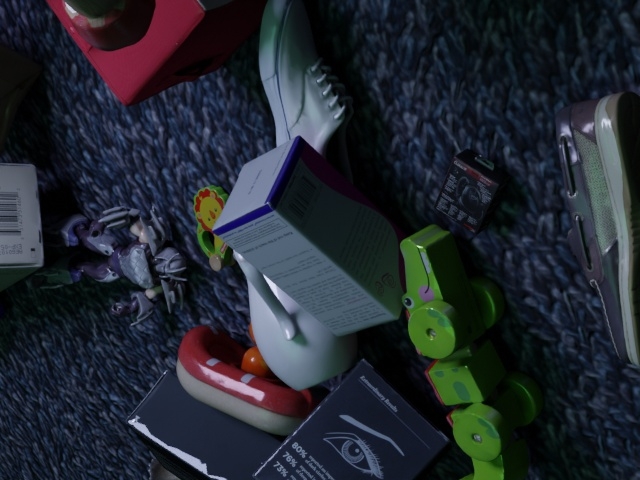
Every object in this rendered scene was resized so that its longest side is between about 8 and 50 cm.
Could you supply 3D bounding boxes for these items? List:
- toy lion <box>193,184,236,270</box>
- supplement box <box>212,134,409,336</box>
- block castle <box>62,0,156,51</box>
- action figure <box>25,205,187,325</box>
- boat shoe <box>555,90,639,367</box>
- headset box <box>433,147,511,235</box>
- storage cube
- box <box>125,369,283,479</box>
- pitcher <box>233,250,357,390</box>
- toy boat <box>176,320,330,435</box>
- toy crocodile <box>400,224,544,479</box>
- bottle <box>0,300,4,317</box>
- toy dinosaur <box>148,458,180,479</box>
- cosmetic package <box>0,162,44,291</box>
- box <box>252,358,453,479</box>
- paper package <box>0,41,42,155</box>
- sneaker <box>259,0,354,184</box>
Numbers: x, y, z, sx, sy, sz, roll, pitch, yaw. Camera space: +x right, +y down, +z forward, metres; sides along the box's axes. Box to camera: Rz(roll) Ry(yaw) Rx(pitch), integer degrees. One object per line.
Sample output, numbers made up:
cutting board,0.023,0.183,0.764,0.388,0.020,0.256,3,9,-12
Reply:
toy lion,-0.142,-0.022,1.588,0.096,0.034,0.100,48,134,18
supplement box,0.000,0.000,1.366,0.220,0.111,0.114,41,140,-23
block castle,-0.140,-0.431,1.123,0.453,0.213,0.303,-42,77,2
action figure,-0.305,0.030,1.702,0.285,0.099,0.185,6,111,34
boat shoe,0.300,-0.009,1.189,0.092,0.103,0.285,1,109,44
headset box,0.172,-0.058,1.309,0.062,0.032,0.083,34,129,20
storage cube,-0.179,-0.306,1.359,0.193,0.184,0.215,-37,87,44
box,-0.127,0.317,1.654,0.261,0.103,0.184,28,161,25
pitcher,-0.042,0.083,1.450,0.125,0.178,0.207,-26,88,15
toy boat,-0.083,0.163,1.582,0.231,0.151,0.151,19,93,30
toy crocodile,0.168,0.147,1.363,0.105,0.115,0.340,-13,104,42
bottle,-0.662,0.042,1.999,0.283,0.092,0.118,53,133,5
toy dinosaur,-0.287,0.448,1.831,0.121,0.313,0.160,41,171,29
cosmetic package,-0.531,-0.004,1.782,0.309,0.113,0.160,-23,71,54
box,0.044,0.277,1.461,0.153,0.207,0.108,44,176,16
paper package,-0.622,-0.268,1.644,0.325,0.309,0.168,23,89,29
sneaker,-0.006,-0.169,1.368,0.091,0.094,0.258,5,124,24
